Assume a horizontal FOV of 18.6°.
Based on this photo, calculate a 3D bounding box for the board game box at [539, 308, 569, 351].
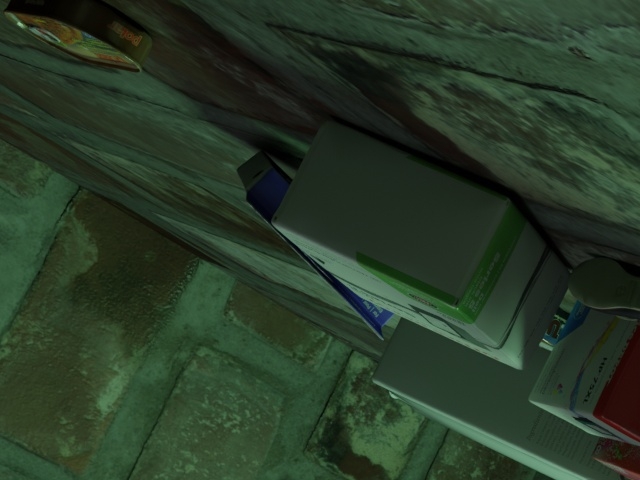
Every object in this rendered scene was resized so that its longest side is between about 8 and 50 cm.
[{"bbox_3d":[0.167,0.050,2.198,0.243,0.042,0.165,33,171,-41],"label":"board game box"}]

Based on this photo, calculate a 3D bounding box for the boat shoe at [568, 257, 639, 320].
[{"bbox_3d":[0.280,0.049,1.746,0.043,0.049,0.137,29,168,-39],"label":"boat shoe"}]

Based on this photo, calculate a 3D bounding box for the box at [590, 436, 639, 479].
[{"bbox_3d":[0.445,0.240,2.217,0.123,0.128,0.257,30,173,-27],"label":"box"}]

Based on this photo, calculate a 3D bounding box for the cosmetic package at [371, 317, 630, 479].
[{"bbox_3d":[0.283,0.211,2.519,0.385,0.156,0.217,25,173,23],"label":"cosmetic package"}]

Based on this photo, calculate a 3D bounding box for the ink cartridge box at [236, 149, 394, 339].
[{"bbox_3d":[0.000,0.000,2.054,0.206,0.045,0.208,46,-175,-11],"label":"ink cartridge box"}]

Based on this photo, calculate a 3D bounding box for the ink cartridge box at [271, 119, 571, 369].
[{"bbox_3d":[0.102,0.010,1.827,0.198,0.114,0.273,25,173,24],"label":"ink cartridge box"}]

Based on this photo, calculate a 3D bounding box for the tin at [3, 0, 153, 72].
[{"bbox_3d":[-0.228,-0.201,1.841,0.106,0.040,0.190,36,169,-33],"label":"tin"}]

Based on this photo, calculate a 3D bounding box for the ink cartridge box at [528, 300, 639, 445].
[{"bbox_3d":[0.295,0.118,1.829,0.078,0.134,0.231,29,172,-14],"label":"ink cartridge box"}]
